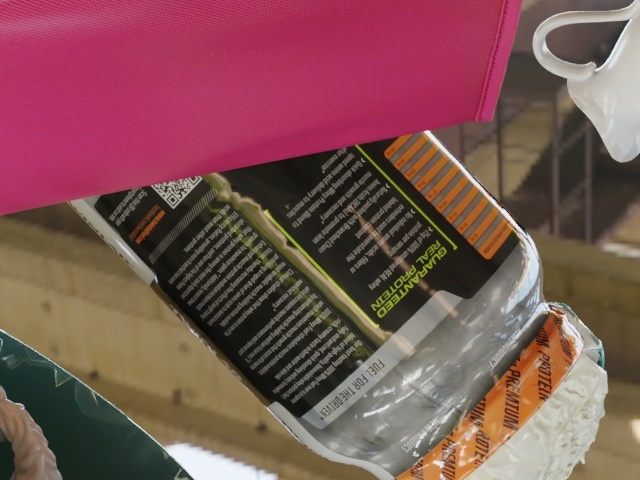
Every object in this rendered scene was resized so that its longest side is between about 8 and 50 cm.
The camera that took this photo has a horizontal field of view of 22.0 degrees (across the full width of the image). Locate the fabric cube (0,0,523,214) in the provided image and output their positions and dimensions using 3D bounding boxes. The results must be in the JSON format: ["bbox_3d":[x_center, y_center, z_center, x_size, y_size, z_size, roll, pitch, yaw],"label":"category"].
[{"bbox_3d":[-0.069,-0.178,0.693,0.258,0.259,0.254,-11,166,0],"label":"fabric cube"}]

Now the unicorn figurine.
[{"bbox_3d":[-0.163,0.157,0.915,0.060,0.111,0.162,-16,-118,-19],"label":"unicorn figurine"}]

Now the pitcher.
[{"bbox_3d":[0.333,-0.196,1.669,0.207,0.178,0.125,-38,-161,43],"label":"pitcher"}]

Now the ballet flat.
[{"bbox_3d":[0.133,0.229,1.514,0.147,0.409,0.147,15,-136,-14],"label":"ballet flat"}]

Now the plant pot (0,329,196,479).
[{"bbox_3d":[-0.216,0.207,0.939,0.235,0.293,0.293,-53,-146,5],"label":"plant pot"}]

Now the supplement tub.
[{"bbox_3d":[0.000,0.000,1.013,0.316,0.193,0.193,46,-140,0],"label":"supplement tub"}]
